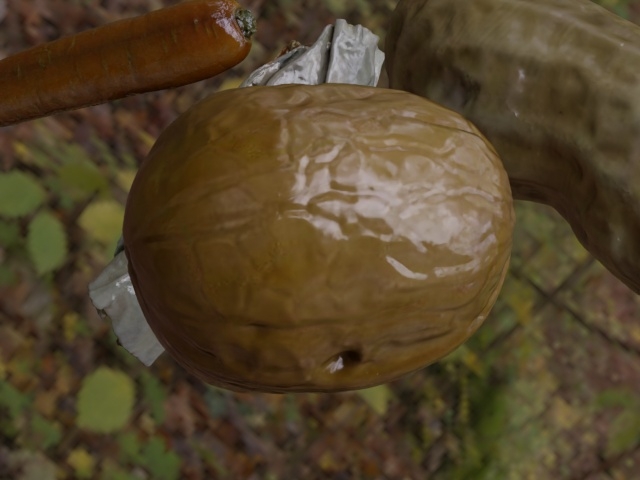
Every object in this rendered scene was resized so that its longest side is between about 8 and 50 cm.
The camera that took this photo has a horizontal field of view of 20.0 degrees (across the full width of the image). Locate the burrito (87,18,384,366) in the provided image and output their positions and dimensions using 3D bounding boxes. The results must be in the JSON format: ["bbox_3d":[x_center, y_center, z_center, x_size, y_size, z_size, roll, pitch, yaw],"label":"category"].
[{"bbox_3d":[-0.075,-0.062,1.680,0.076,0.392,0.117,18,-26,50],"label":"burrito"}]

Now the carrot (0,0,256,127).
[{"bbox_3d":[-0.151,-0.082,0.949,0.043,0.247,0.043,-14,90,-80],"label":"carrot"}]

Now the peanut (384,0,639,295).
[{"bbox_3d":[0.163,-0.072,1.163,0.153,0.140,0.325,-25,49,-25],"label":"peanut"}]

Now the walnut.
[{"bbox_3d":[0.000,0.000,1.030,0.225,0.193,0.193,0,37,-16],"label":"walnut"}]
